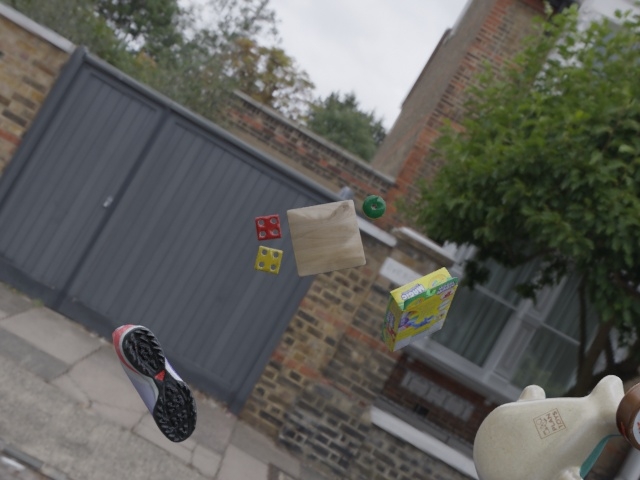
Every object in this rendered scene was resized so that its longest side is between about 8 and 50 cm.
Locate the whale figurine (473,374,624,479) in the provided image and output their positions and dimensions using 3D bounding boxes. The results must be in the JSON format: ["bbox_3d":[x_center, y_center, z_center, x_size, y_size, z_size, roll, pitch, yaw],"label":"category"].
[{"bbox_3d":[0.383,0.328,1.159,0.141,0.272,0.216,44,20,-32],"label":"whale figurine"}]

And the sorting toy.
[{"bbox_3d":[0.000,0.000,1.419,0.275,0.132,0.046,-10,-10,-7],"label":"sorting toy"}]

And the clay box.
[{"bbox_3d":[0.197,0.135,1.461,0.053,0.127,0.222,58,-19,29],"label":"clay box"}]

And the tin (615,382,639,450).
[{"bbox_3d":[0.505,0.227,1.007,0.106,0.190,0.040,64,0,-14],"label":"tin"}]

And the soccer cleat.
[{"bbox_3d":[-0.396,0.338,1.736,0.116,0.109,0.318,3,-58,54],"label":"soccer cleat"}]
